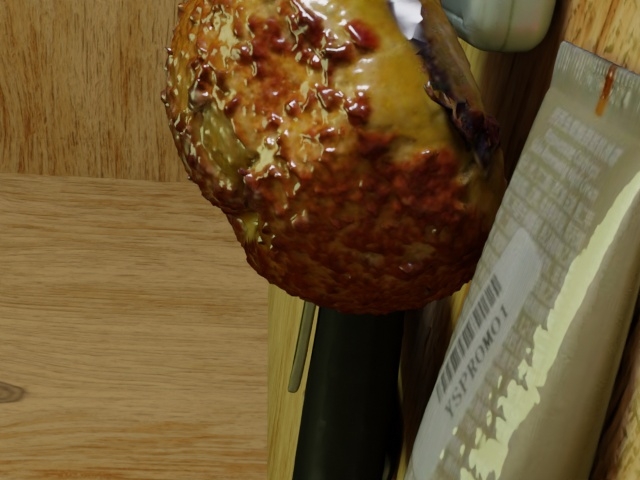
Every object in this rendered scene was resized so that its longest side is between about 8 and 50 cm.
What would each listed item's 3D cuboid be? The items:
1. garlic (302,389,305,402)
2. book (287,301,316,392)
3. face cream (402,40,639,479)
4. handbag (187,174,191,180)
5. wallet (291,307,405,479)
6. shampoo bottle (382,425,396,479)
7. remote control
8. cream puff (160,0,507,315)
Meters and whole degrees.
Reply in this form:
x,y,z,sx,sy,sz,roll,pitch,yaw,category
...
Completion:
x,y,z,sx,sy,sz,roll,pitch,yaw,category
0.003,0.199,1.374,0.041,0.053,0.083,-103,8,-65,garlic
0.000,0.000,0.964,0.192,0.013,0.168,-79,0,-62,book
0.080,0.090,0.531,0.137,0.084,0.341,-110,31,-71,face cream
-0.022,-0.134,1.073,0.212,0.059,0.157,-38,19,40,handbag
0.024,0.089,0.907,0.228,0.062,0.406,100,180,-55,wallet
0.034,0.119,1.099,0.233,0.049,0.087,-94,10,-52,shampoo bottle
0.083,-0.195,0.694,0.296,0.056,0.140,-107,18,-72,remote control
0.003,-0.064,0.665,0.240,0.164,0.240,162,90,-85,cream puff
